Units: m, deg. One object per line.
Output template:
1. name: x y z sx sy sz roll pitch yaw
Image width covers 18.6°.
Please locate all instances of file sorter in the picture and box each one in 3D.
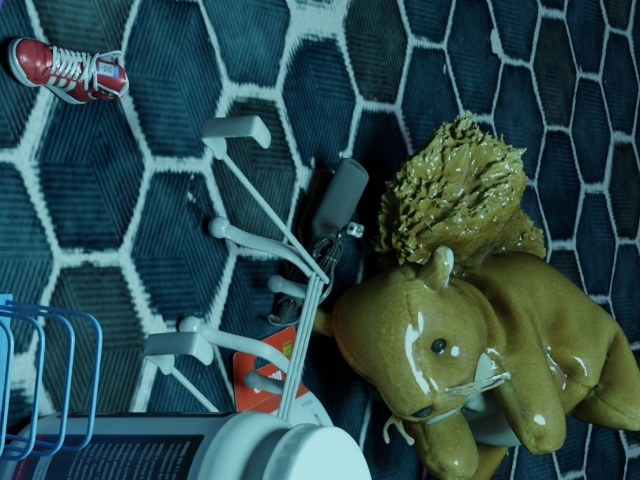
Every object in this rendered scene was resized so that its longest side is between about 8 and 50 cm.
1. file sorter: -0.253 0.106 1.460 0.170 0.104 0.118 0 97 -64

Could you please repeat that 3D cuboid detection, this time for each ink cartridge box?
1. ink cartridge box: -0.031 0.187 1.985 0.145 0.045 0.179 -22 110 -63

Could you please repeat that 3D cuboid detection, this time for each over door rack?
1. over door rack: -0.089 0.063 1.785 0.324 0.108 0.239 68 31 -58

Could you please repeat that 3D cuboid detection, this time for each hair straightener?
1. hair straightener: 0.000 0.000 2.024 0.047 0.089 0.230 41 50 -17

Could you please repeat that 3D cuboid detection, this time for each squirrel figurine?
1. squirrel figurine: 0.137 0.071 2.163 0.370 0.281 0.397 22 54 -50

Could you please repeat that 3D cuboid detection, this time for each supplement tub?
1. supplement tub: -0.112 0.231 1.559 0.191 0.272 0.191 10 79 -63

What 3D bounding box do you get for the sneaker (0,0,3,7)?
1. sneaker: -0.294 -0.240 1.454 0.104 0.095 0.236 -70 151 -50

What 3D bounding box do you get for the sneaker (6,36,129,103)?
1. sneaker: -0.206 -0.144 1.635 0.118 0.067 0.042 23 67 -61
